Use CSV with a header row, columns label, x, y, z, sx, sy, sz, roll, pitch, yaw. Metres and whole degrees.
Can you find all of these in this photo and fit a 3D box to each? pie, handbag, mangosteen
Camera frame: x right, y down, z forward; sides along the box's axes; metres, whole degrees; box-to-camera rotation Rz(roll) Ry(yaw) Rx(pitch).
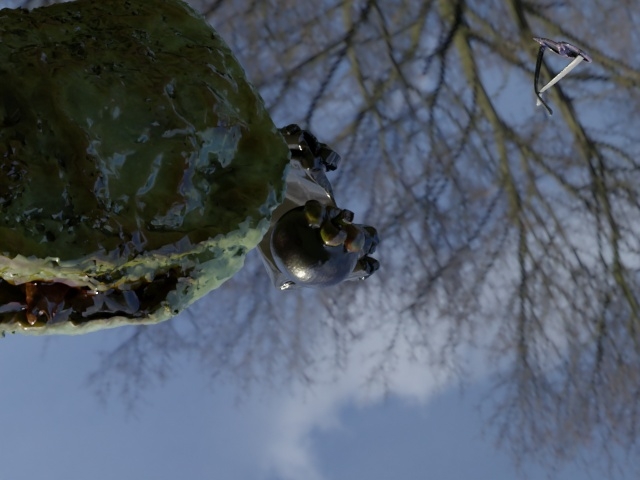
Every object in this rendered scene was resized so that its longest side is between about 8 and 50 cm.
label,x,y,z,sx,sy,sz,roll,pitch,yaw
pie,-0.227,-0.100,1.244,0.418,0.180,0.395,-22,-121,-32
handbag,-0.035,-0.057,2.095,0.113,0.285,0.257,-36,-160,-32
mangosteen,0.000,0.000,1.915,0.151,0.137,0.137,-47,-159,39

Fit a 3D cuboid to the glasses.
label,x,y,z,sx,sy,sz,roll,pitch,yaw
glasses,0.348,-0.251,1.972,0.104,0.062,0.140,-58,-159,5
